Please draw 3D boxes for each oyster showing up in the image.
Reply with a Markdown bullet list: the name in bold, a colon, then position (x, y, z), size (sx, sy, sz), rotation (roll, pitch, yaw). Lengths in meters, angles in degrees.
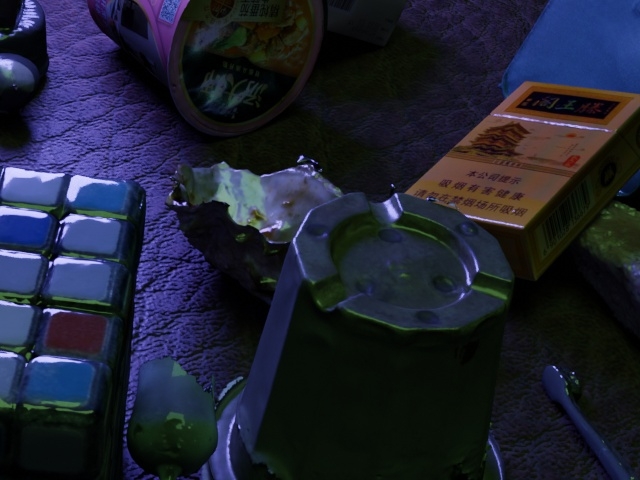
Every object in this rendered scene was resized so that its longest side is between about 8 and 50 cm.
- **oyster**: position (0.001, -0.002, 1.484), size (0.337, 0.133, 0.197), rotation (16, 35, 3)

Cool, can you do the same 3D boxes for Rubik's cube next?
- **Rubik's cube**: position (-0.297, 0.126, 1.113), size (0.293, 0.287, 0.292), rotation (5, 38, -7)

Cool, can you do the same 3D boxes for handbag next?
- **handbag**: position (0.381, -0.212, 1.742), size (0.100, 0.274, 0.269), rotation (1, 34, -44)

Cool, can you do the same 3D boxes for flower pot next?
- **flower pot**: position (0.048, 0.116, 1.235), size (0.290, 0.259, 0.290), rotation (8, 38, -6)

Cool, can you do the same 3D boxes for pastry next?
- **pastry**: position (0.361, 0.047, 1.529), size (0.103, 0.112, 0.265), rotation (-20, 33, -19)

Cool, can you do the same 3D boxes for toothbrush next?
- **toothbrush**: position (0.286, 0.221, 1.344), size (0.031, 0.030, 0.297), rotation (3, 36, -27)

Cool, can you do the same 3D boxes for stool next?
- **stool**: position (-0.390, -0.251, 1.709), size (0.228, 0.139, 0.153), rotation (33, 44, 31)

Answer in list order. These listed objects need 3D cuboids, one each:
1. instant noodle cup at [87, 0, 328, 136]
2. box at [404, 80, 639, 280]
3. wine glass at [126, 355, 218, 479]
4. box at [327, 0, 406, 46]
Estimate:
- **instant noodle cup**: position (-0.157, -0.282, 1.755), size (0.244, 0.244, 0.255), rotation (-21, 39, -34)
- **box**: position (0.234, -0.074, 1.596), size (0.174, 0.076, 0.274), rotation (14, 44, 40)
- **wine glass**: position (-0.127, 0.195, 1.199), size (0.079, 0.079, 0.195), rotation (5, 53, -7)
- **box**: position (-0.008, -0.344, 1.896), size (0.168, 0.095, 0.212), rotation (32, 15, 29)
